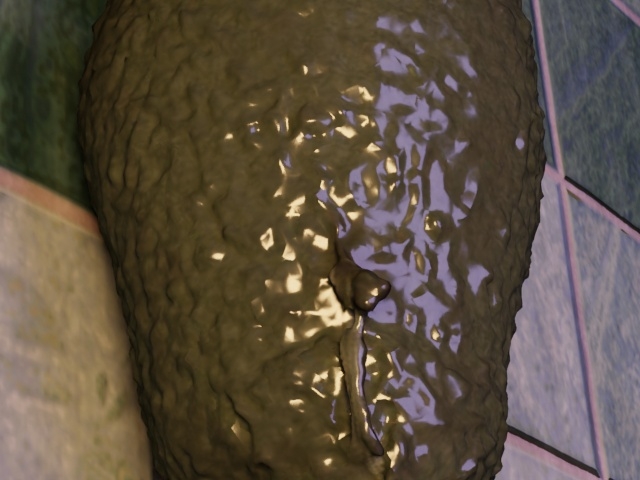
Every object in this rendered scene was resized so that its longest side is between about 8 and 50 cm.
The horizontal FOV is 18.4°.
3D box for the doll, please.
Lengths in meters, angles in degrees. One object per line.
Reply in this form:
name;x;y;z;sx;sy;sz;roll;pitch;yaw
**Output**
doll;0.000;0.000;0.980;0.247;0.247;0.349;32;43;-47
